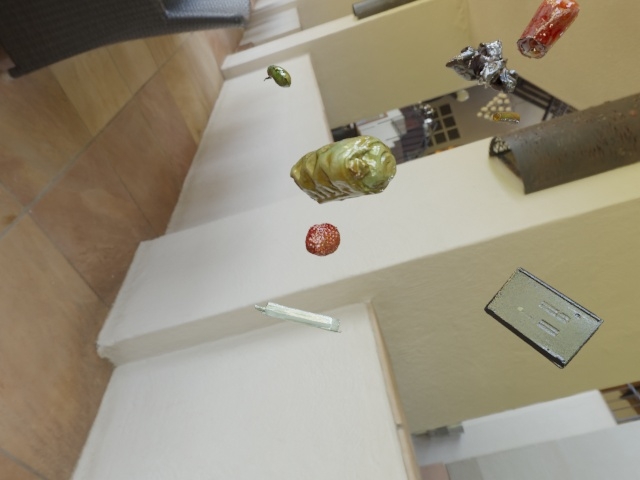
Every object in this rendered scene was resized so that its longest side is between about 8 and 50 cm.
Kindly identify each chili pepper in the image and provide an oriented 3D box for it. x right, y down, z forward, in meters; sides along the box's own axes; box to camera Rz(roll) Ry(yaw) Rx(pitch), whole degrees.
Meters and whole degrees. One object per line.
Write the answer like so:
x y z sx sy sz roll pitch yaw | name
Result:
0.530 -0.509 0.952 0.084 0.192 0.086 35 18 2 | chili pepper

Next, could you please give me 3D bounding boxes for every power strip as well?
-0.047 0.159 0.884 0.047 0.191 0.030 81 23 -78 | power strip

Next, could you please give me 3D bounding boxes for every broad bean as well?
-0.163 -0.627 1.603 0.325 0.067 0.075 -122 -158 -59 | broad bean

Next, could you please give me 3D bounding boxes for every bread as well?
0.050 -0.150 0.911 0.268 0.152 0.129 0 -86 64 | bread

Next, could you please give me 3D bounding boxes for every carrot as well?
0.616 -0.405 1.401 0.171 0.042 0.042 -15 89 -44 | carrot

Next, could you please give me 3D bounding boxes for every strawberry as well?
0.000 0.000 0.835 0.083 0.074 0.073 -14 88 -64 | strawberry

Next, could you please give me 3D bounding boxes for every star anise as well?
0.486 -0.506 1.223 0.198 0.258 0.110 45 -44 18 | star anise

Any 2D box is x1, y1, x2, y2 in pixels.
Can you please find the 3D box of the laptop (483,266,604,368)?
0.474 0.161 0.914 0.197 0.135 0.016 40 -2 33 | laptop
